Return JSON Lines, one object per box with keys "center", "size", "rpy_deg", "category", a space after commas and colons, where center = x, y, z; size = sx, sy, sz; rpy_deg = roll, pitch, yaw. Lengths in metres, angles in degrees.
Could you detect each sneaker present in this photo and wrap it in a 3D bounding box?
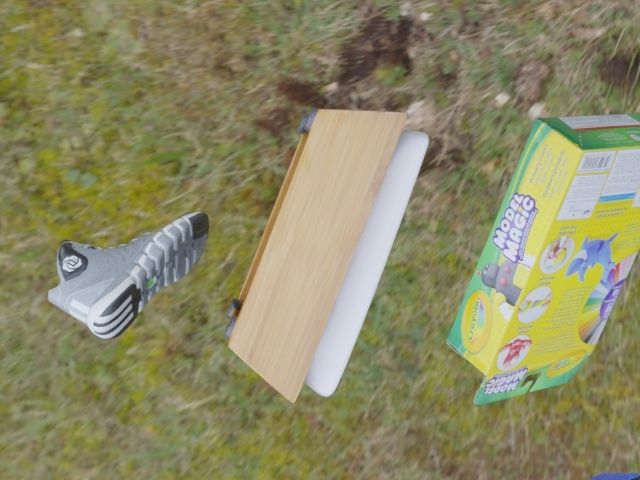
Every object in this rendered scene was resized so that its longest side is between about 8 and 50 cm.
{"center": [-0.239, 0.014, 1.796], "size": [0.132, 0.229, 0.086], "rpy_deg": [23, 132, 21], "category": "sneaker"}

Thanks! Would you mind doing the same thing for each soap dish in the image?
{"center": [0.000, 0.000, 1.494], "size": [0.118, 0.229, 0.291], "rpy_deg": [21, 94, -4], "category": "soap dish"}

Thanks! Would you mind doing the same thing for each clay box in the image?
{"center": [0.176, 0.015, 1.122], "size": [0.053, 0.127, 0.222], "rpy_deg": [42, 124, 37], "category": "clay box"}

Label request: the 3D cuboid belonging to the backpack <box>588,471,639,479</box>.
{"center": [0.244, 0.256, 1.331], "size": [0.120, 0.101, 0.098], "rpy_deg": [-28, 102, -25], "category": "backpack"}
